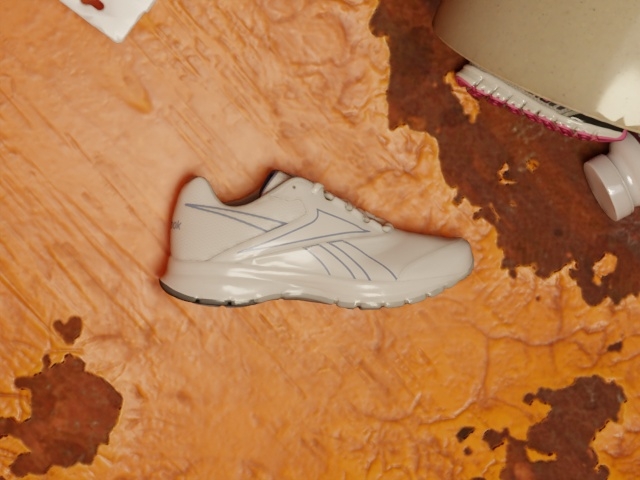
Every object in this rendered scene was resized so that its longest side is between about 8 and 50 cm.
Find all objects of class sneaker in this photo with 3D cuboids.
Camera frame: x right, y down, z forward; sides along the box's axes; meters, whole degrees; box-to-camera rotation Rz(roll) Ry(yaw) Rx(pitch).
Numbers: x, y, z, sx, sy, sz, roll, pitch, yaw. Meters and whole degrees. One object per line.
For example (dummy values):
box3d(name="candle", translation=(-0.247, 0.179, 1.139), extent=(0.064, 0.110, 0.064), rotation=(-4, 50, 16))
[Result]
box3d(name="sneaker", translation=(0.000, 0.000, 1.739), extent=(0.297, 0.111, 0.129), rotation=(2, 92, -10))
box3d(name="sneaker", translation=(0.216, -0.148, 1.756), extent=(0.170, 0.063, 0.075), rotation=(24, 90, 11))

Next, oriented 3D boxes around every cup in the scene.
box3d(name="cup", translation=(0.288, -0.244, 1.609), extent=(0.331, 0.331, 0.237), rotation=(15, 108, -10))

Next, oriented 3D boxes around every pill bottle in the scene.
box3d(name="pill bottle", translation=(0.333, -0.082, 1.785), extent=(0.152, 0.086, 0.086), rotation=(-28, 101, -4))

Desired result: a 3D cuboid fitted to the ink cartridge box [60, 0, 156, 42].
box3d(name="ink cartridge box", translation=(-0.170, -0.279, 1.693), extent=(0.104, 0.060, 0.180), rotation=(37, 91, -12))
